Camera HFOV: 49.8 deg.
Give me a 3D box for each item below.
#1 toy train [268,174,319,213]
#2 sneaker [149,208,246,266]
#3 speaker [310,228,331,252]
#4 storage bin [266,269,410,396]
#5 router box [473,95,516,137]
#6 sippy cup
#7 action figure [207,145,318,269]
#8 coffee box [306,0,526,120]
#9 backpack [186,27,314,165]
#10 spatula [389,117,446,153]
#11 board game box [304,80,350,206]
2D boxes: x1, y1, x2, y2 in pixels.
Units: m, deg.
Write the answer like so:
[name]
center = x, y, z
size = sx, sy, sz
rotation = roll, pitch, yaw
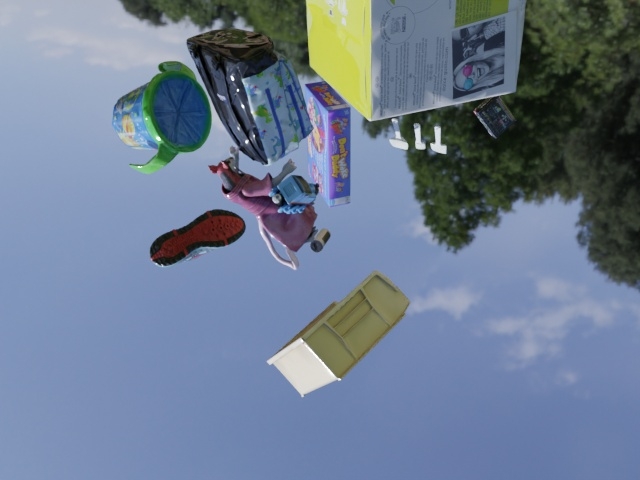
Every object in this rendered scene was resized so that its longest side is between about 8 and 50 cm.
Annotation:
[toy train]
center = -0.066, -0.126, 1.905
size = 0.080, 0.105, 0.184
rotation = 60, -160, 11
[sneaker]
center = -0.327, -0.007, 1.823
size = 0.261, 0.104, 0.125
rotation = -20, 177, -14
[speaker]
center = 0.000, 0.000, 2.743
size = 0.055, 0.055, 0.136
rotation = 13, -157, 10
[storage bin]
center = 0.043, 0.213, 1.570
size = 0.260, 0.262, 0.123
rotation = -40, -93, -28
[router box]
center = 0.574, -0.413, 2.268
size = 0.122, 0.092, 0.038
rotation = 45, -175, -28
[sippy cup]
center = -0.474, -0.357, 1.995
size = 0.224, 0.240, 0.305
rotation = -3, -147, 37
[action figure]
center = -0.190, -0.117, 2.006
size = 0.370, 0.276, 0.248
rotation = 29, 171, -37
[coffee box]
center = 0.174, -0.481, 1.372
size = 0.334, 0.338, 0.338
rotation = -15, -144, -16
[backpack]
center = -0.167, -0.367, 1.808
size = 0.273, 0.356, 0.290
rotation = -28, -143, -29
[spatula]
center = 0.277, -0.294, 1.978
size = 0.168, 0.019, 0.242
rotation = 14, 174, 13
[board game box]
center = 0.024, -0.319, 2.281
size = 0.078, 0.347, 0.233
rotation = -12, -143, -14
